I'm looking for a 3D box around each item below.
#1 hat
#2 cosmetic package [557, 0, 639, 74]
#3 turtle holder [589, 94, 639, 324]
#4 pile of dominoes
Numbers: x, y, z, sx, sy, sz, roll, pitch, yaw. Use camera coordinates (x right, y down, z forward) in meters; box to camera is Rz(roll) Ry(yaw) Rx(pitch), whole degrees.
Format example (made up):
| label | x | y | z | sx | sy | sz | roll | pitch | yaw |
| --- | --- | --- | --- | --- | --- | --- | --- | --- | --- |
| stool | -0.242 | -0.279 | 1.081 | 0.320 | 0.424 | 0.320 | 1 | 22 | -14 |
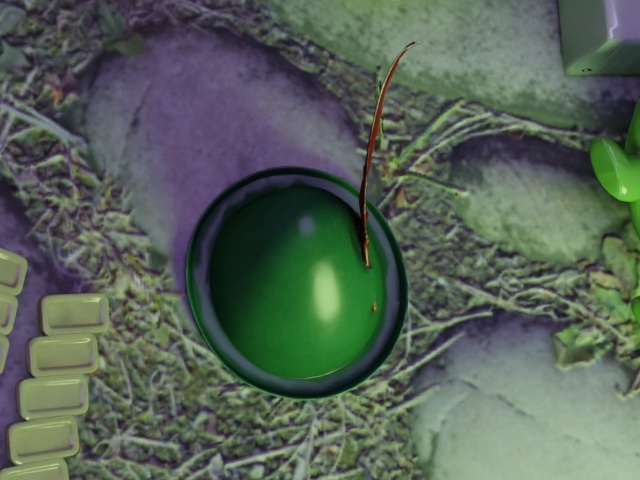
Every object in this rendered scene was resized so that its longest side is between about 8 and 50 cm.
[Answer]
| label | x | y | z | sx | sy | sz | roll | pitch | yaw |
| --- | --- | --- | --- | --- | --- | --- | --- | --- | --- |
| hat | 0.000 | 0.000 | 1.266 | 0.173 | 0.183 | 0.209 | -15 | 81 | -17 |
| cosmetic package | 0.334 | -0.327 | 1.478 | 0.284 | 0.097 | 0.377 | -1 | 77 | -17 |
| turtle holder | 0.385 | -0.018 | 1.343 | 0.227 | 0.243 | 0.320 | -27 | 75 | -36 |
| pile of dominoes | -0.258 | 0.126 | 1.230 | 0.196 | 0.040 | 0.251 | 24 | 71 | -37 |
